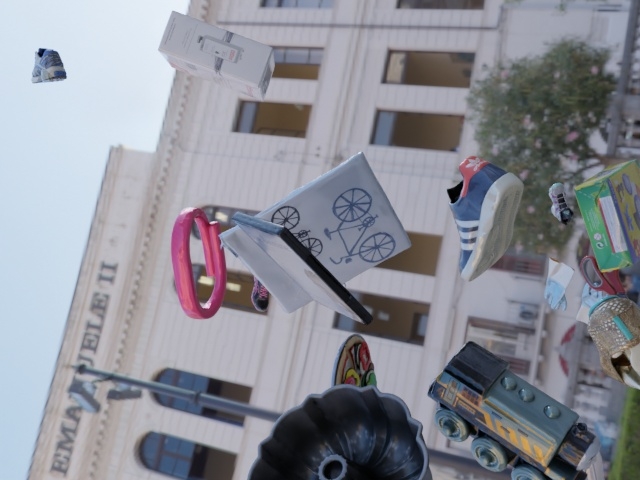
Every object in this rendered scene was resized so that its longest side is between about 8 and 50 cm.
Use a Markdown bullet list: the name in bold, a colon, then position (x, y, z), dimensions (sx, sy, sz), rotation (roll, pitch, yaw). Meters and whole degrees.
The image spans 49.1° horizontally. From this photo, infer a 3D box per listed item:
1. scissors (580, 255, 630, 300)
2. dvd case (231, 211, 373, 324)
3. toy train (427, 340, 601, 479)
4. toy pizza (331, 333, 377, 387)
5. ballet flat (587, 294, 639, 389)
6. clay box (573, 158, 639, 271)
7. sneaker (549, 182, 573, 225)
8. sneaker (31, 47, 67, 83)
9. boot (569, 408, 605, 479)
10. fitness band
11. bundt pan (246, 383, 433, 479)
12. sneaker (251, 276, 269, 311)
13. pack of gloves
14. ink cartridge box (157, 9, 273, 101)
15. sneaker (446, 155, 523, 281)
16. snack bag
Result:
- **scissors**: position (0.752, 0.150, 1.765), dimensions (0.021, 0.109, 0.297), rotation (15, -134, -38)
- **dvd case**: position (-0.032, 0.048, 1.225), dimensions (0.022, 0.180, 0.253), rotation (-51, -59, -13)
- **toy train**: position (0.351, 0.335, 1.303), dimensions (0.142, 0.334, 0.190), rotation (-34, -35, -37)
- **toy pizza**: position (0.076, 0.292, 1.436), dimensions (0.201, 0.032, 0.201), rotation (-1, -90, -64)
- **ballet flat**: position (0.349, 0.132, 0.780), dimensions (0.206, 0.073, 0.067), rotation (38, -160, -45)
- **clay box**: position (0.452, -0.045, 1.046), dimensions (0.222, 0.053, 0.127), rotation (-23, -85, -50)
- **sneaker**: position (0.524, -0.073, 1.506), dimensions (0.069, 0.038, 0.098), rotation (-107, -8, -46)
- **sneaker**: position (-0.470, -0.303, 1.211), dimensions (0.052, 0.135, 0.058), rotation (-14, -76, -32)
- **boot**: position (0.519, 0.487, 1.472), dimensions (0.095, 0.124, 0.258), rotation (-134, 23, -74)
- **fitness band**: position (-0.308, 0.057, 1.773), dimensions (0.209, 0.054, 0.290), rotation (-53, -41, -63)
- **bundt pan**: position (0.046, 0.416, 1.193), dimensions (0.124, 0.331, 0.330), rotation (57, -136, -38)
- **sneaker**: position (-0.150, 0.123, 1.811), dimensions (0.057, 0.047, 0.119), rotation (143, 127, -66)
- **pack of gloves**: position (0.745, 0.175, 2.072), dimensions (0.046, 0.195, 0.232), rotation (-43, -34, -20)
- **ink cartridge box**: position (-0.272, -0.494, 1.899), dimensions (0.207, 0.283, 0.117), rotation (-162, 92, -88)
- **sneaker**: position (0.346, -0.051, 1.573), dimensions (0.131, 0.148, 0.350), rotation (-32, -32, -26)
- **snack bag**: position (0.000, 0.000, 1.496), dimensions (0.323, 0.343, 0.037), rotation (54, -172, -46)
